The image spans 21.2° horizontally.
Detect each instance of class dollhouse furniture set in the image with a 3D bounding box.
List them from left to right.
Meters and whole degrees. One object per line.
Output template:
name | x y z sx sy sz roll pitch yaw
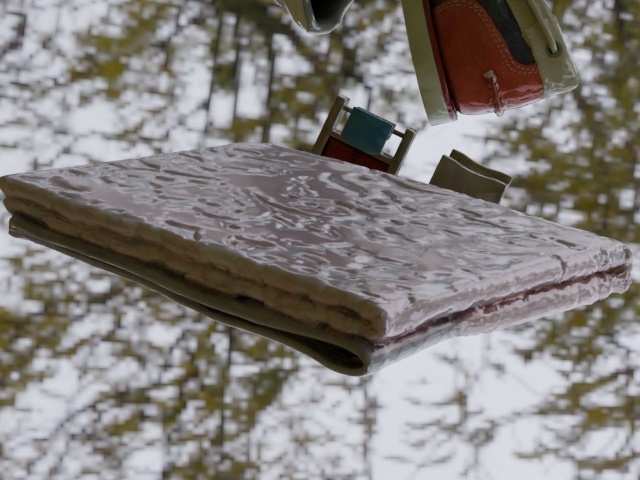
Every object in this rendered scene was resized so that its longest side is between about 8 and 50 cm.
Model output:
dollhouse furniture set | 0.067 -0.038 1.599 0.129 0.183 0.129 -65 175 9

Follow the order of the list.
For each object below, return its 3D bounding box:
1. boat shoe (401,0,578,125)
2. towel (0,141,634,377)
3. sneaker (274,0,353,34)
boat shoe | 0.041 -0.097 0.489 0.043 0.049 0.137 -13 -114 11
towel | 0.000 0.000 1.176 0.331 0.317 0.053 19 -71 34
sneaker | 0.037 -0.291 1.613 0.232 0.090 0.115 -63 -145 30
